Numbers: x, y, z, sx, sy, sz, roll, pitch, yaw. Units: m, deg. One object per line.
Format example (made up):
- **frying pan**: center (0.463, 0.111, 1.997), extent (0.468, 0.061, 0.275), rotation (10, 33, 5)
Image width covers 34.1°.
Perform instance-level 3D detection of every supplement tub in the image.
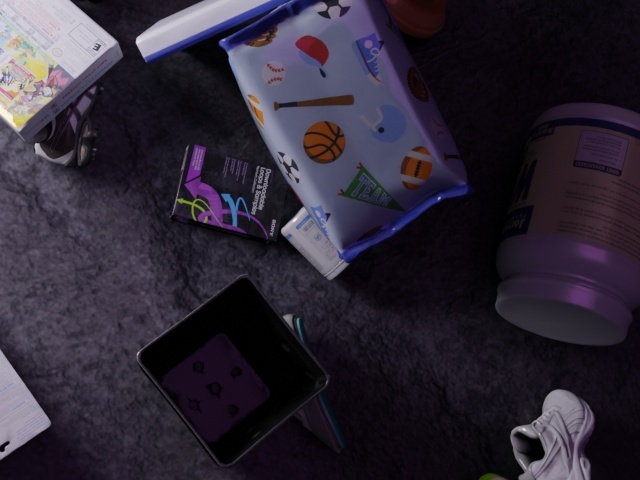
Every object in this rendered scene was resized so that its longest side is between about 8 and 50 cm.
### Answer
- **supplement tub**: center (0.407, -0.023, 1.616), extent (0.236, 0.235, 0.324), rotation (22, 71, -12)
- **supplement tub**: center (0.000, 0.000, 1.564), extent (0.107, 0.071, 0.071), rotation (46, 68, -4)

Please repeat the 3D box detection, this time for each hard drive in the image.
- **hard drive**: center (-0.092, -0.345, 1.472), extent (0.319, 0.210, 0.040), rotation (-22, 107, 9)

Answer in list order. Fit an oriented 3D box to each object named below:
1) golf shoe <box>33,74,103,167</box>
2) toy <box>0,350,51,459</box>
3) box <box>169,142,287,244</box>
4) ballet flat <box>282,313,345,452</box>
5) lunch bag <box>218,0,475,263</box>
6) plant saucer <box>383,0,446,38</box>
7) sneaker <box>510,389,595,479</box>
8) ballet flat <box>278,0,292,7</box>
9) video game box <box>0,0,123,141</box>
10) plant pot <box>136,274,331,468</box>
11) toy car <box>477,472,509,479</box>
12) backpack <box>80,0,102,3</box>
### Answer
- **golf shoe**: center (-0.360, -0.204, 1.490), extent (0.094, 0.077, 0.198), rotation (8, 74, -16)
- **toy**: center (-0.477, 0.188, 1.369), extent (0.137, 0.056, 0.237), rotation (-35, 85, -19)
- **box**: center (-0.133, -0.069, 1.558), extent (0.162, 0.029, 0.116), rotation (15, 73, -16)
- **ballet flat**: center (-0.028, 0.214, 1.515), extent (0.068, 0.072, 0.213), rotation (-21, 83, 6)
- **lunch bag**: center (0.034, -0.180, 1.437), extent (0.239, 0.385, 0.327), rotation (-27, 98, 0)
- **plant saucer**: center (0.136, -0.420, 1.682), extent (0.200, 0.037, 0.199), rotation (24, 50, -32)
- **sneaker**: center (0.340, 0.291, 1.555), extent (0.115, 0.090, 0.232), rotation (29, 31, -7)
- **ballet flat**: center (0.001, -0.398, 1.627), extent (0.147, 0.147, 0.409), rotation (-37, 90, -22)
- **video game box**: center (-0.414, -0.266, 1.459), extent (0.205, 0.048, 0.187), rotation (42, 74, 15)
- **plant pot**: center (-0.128, 0.189, 1.420), extent (0.187, 0.167, 0.188), rotation (-37, 85, -22)
- **toy car**: center (0.261, 0.453, 1.510), extent (0.149, 0.155, 0.188), rotation (38, 81, -6)
- **backpack**: center (-0.372, -0.515, 1.459), extent (0.277, 0.263, 0.213), rotation (33, 69, -7)
